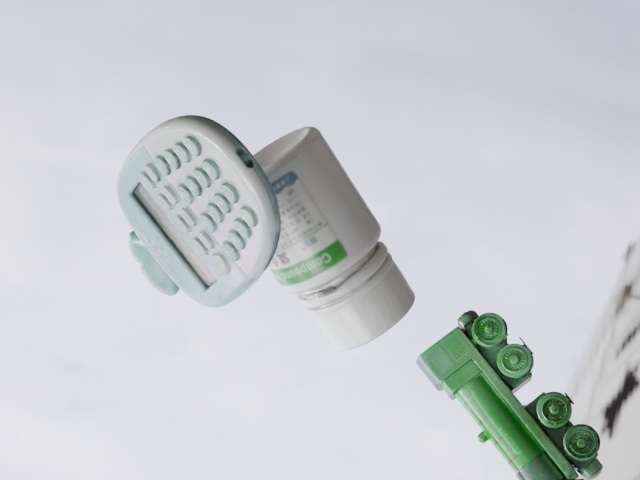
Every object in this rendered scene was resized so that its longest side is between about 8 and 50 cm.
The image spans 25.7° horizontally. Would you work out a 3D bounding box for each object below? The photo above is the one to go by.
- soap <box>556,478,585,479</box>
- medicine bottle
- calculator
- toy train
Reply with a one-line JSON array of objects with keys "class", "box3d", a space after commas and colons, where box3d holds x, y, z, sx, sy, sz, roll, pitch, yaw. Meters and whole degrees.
[{"class": "soap", "box3d": [0.283, 0.418, 1.475, 0.220, 0.127, 0.324, 1, -118, -42]}, {"class": "medicine bottle", "box3d": [0.000, 0.000, 1.598, 0.139, 0.237, 0.139, -30, -164, 10]}, {"class": "calculator", "box3d": [-0.127, -0.024, 1.413, 0.042, 0.184, 0.295, -37, 178, -33]}, {"class": "toy train", "box3d": [0.229, 0.199, 1.680, 0.251, 0.119, 0.085, 53, 175, 18]}]
